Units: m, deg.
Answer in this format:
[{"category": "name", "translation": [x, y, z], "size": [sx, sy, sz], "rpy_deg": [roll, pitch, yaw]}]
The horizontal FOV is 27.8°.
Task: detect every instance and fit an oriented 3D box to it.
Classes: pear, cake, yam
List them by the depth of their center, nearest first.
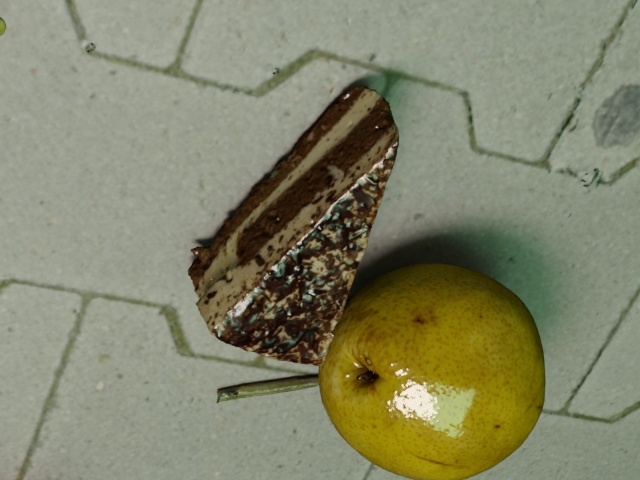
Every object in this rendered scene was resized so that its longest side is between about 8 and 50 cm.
[{"category": "cake", "translation": [0.010, -0.005, 1.133], "size": [0.135, 0.112, 0.246], "rpy_deg": [33, 108, -36]}, {"category": "pear", "translation": [0.097, 0.119, 1.191], "size": [0.209, 0.209, 0.208], "rpy_deg": [-8, 128, -11]}, {"category": "yam", "translation": [-0.052, 0.147, 1.287], "size": [0.107, 0.014, 0.014], "rpy_deg": [-8, 127, -11]}]

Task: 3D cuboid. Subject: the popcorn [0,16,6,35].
[{"category": "popcorn", "translation": [-0.303, -0.180, 0.900], "size": [0.174, 0.142, 0.173], "rpy_deg": [-7, 106, -27]}]
